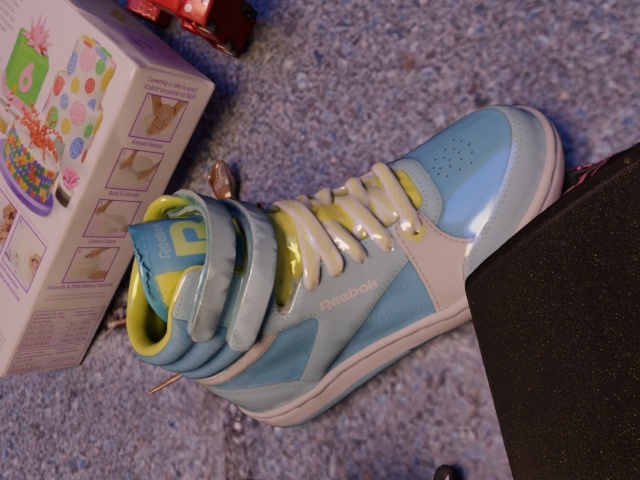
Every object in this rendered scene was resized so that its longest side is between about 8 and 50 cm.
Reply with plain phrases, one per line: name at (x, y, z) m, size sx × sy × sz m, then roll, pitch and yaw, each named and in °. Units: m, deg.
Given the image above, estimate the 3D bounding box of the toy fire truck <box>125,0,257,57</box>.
toy fire truck at (-0.129, -0.218, 0.646) m, size 0.135 × 0.192 × 0.047 m, roll 26°, pitch 95°, yaw 3°

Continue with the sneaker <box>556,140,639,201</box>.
sneaker at (0.187, -0.038, 0.481) m, size 0.119 × 0.047 × 0.057 m, roll -46°, pitch 50°, yaw 14°

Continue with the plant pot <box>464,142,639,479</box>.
plant pot at (0.190, 0.058, 0.384) m, size 0.167 × 0.188 × 0.187 m, roll -25°, pitch 68°, yaw 37°

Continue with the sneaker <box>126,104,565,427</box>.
sneaker at (0.000, 0.000, 0.475) m, size 0.319 × 0.208 × 0.127 m, roll -44°, pitch 44°, yaw 16°

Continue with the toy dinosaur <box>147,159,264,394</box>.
toy dinosaur at (-0.077, 0.034, 0.621) m, size 0.112 × 0.064 × 0.211 m, roll -11°, pitch 65°, yaw 47°

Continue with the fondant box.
fondant box at (-0.267, -0.071, 0.694) m, size 0.238 × 0.096 × 0.330 m, roll 42°, pitch 114°, yaw 30°

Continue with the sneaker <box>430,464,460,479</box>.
sneaker at (0.063, 0.205, 0.506) m, size 0.044 × 0.040 × 0.109 m, roll 28°, pitch 95°, yaw 34°
